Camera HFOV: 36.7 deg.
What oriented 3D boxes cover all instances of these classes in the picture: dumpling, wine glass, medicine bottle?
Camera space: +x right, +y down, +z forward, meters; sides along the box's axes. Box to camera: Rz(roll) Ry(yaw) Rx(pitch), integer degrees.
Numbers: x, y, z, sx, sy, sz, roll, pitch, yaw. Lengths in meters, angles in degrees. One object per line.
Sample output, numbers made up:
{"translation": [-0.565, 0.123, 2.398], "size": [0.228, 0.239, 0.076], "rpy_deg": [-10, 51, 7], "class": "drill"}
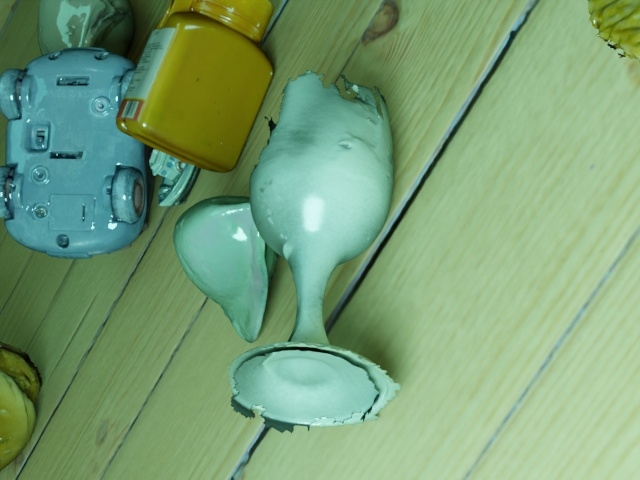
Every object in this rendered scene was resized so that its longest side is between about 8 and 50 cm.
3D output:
{"translation": [-0.084, 0.018, 1.010], "size": [0.105, 0.149, 0.216], "rpy_deg": [-44, 7, -23], "class": "dumpling"}
{"translation": [0.000, 0.000, 0.846], "size": [0.143, 0.143, 0.321], "rpy_deg": [-37, 37, 40], "class": "wine glass"}
{"translation": [-0.457, -0.382, 1.823], "size": [0.341, 0.181, 0.260], "rpy_deg": [42, 116, 37], "class": "dumpling"}
{"translation": [-0.146, -0.212, 1.214], "size": [0.112, 0.149, 0.222], "rpy_deg": [17, 83, 61], "class": "medicine bottle"}

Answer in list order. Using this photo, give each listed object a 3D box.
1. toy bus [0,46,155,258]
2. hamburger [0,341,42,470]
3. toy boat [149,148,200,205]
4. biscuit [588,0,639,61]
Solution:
{"translation": [-0.322, -0.114, 1.356], "size": [0.232, 0.197, 0.294], "rpy_deg": [58, -148, -81], "class": "toy bus"}
{"translation": [-0.582, 0.237, 1.438], "size": [0.284, 0.304, 0.174], "rpy_deg": [-44, 38, 33], "class": "hamburger"}
{"translation": [-0.195, -0.112, 1.308], "size": [0.059, 0.066, 0.140], "rpy_deg": [0, 70, 54], "class": "toy boat"}
{"translation": [0.287, -0.222, 0.639], "size": [0.254, 0.035, 0.254], "rpy_deg": [-35, 42, 39], "class": "biscuit"}
